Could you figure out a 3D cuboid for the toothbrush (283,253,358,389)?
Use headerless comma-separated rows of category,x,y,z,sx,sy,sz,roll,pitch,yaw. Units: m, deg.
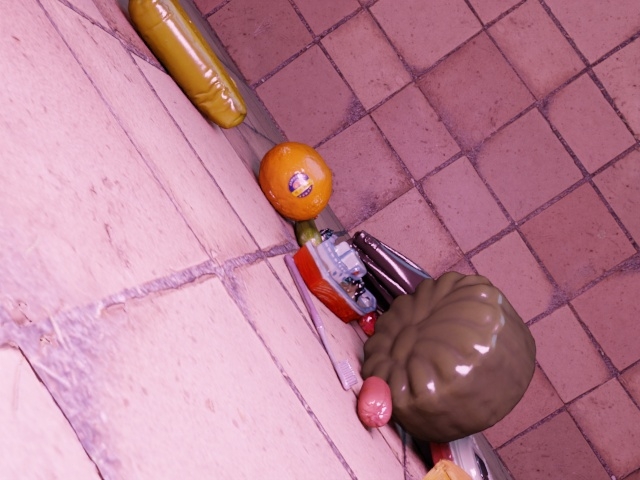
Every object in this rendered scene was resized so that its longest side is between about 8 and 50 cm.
toothbrush,-0.006,0.148,1.232,0.024,0.029,0.354,69,-6,-47

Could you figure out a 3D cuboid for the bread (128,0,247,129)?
bread,-0.314,-0.430,1.472,0.384,0.112,0.166,54,9,-30

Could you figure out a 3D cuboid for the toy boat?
toy boat,0.065,0.102,1.535,0.145,0.133,0.332,59,6,34

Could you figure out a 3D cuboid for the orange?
orange,-0.066,-0.163,1.686,0.219,0.193,0.219,46,-10,10

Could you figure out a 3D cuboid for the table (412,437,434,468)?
table,0.258,0.480,1.474,0.133,0.043,0.133,56,6,-9

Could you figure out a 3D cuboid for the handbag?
handbag,0.154,0.094,1.703,0.257,0.113,0.285,41,-18,-1

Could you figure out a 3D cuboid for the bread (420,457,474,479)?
bread,0.232,0.470,1.040,0.132,0.114,0.190,42,3,-24

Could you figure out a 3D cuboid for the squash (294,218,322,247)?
squash,-0.037,-0.026,1.723,0.066,0.066,0.229,54,6,-19

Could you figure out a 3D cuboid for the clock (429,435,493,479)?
clock,0.337,0.530,1.379,0.318,0.080,0.318,55,20,-30

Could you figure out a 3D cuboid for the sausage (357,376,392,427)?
sausage,0.100,0.294,1.134,0.062,0.062,0.154,56,6,0

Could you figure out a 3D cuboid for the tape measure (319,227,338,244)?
tape measure,0.000,0.001,1.784,0.054,0.091,0.094,62,-12,-9

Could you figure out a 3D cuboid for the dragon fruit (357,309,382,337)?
dragon fruit,0.148,0.231,1.810,0.126,0.068,0.112,46,12,-49

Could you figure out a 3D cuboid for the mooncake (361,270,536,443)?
mooncake,0.255,0.235,1.304,0.194,0.356,0.356,49,8,-22

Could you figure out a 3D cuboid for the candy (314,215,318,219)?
candy,-0.040,-0.099,2.199,0.055,0.049,0.185,10,7,-7
